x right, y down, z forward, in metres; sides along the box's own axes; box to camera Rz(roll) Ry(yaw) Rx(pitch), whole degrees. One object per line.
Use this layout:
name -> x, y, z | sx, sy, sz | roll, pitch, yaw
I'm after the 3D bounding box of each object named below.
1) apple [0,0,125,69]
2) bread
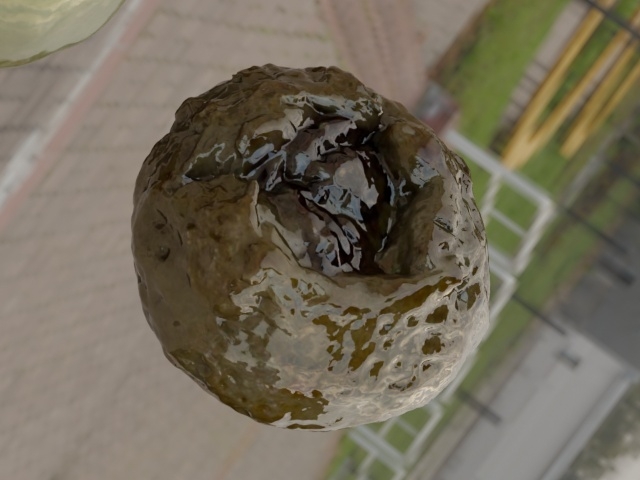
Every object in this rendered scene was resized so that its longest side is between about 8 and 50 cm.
apple -> -0.253, -0.257, 1.411 | 0.262, 0.262, 0.262 | -51, 171, -12
bread -> 0.000, 0.000, 1.067 | 0.230, 0.230, 0.123 | -46, -177, -37
